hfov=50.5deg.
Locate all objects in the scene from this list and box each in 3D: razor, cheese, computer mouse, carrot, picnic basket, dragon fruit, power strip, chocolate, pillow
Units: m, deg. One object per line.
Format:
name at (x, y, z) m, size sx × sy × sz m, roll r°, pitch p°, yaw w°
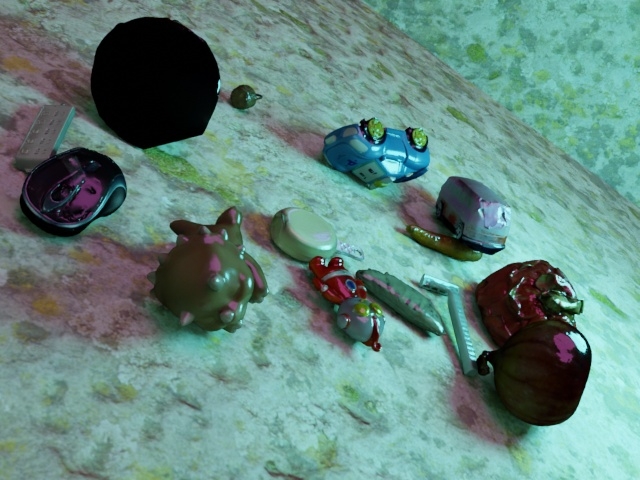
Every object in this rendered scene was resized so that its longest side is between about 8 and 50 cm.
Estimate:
razor at (0.315, 0.188, 1.559) m, size 0.111 × 0.056 × 0.277 m, roll 20°, pitch 35°, yaw -26°
cheese at (0.000, 0.000, 1.505) m, size 0.228 × 0.064 × 0.137 m, roll 18°, pitch 39°, yaw -23°
computer mouse at (-0.425, -0.097, 1.204) m, size 0.137 × 0.096 × 0.233 m, roll 32°, pitch 31°, yaw -6°
carrot at (0.329, 0.007, 1.815) m, size 0.248 × 0.059 × 0.059 m, roll 18°, pitch 36°, yaw -19°
picnic basket at (-0.197, -0.390, 1.829) m, size 0.072 × 0.072 × 0.083 m, roll 43°, pitch 33°, yaw 11°
dragon fruit at (0.495, 0.156, 1.630) m, size 0.152 × 0.205 × 0.316 m, roll 4°, pitch 43°, yaw -40°
power strip at (-0.524, -0.209, 1.308) m, size 0.060 × 0.027 × 0.252 m, roll 1°, pitch 39°, yaw -6°
chocolate at (-0.347, -0.356, 1.495) m, size 0.284 × 0.283 × 0.186 m, roll 29°, pitch 14°, yaw -10°
pillow at (0.186, 0.127, 1.523) m, size 0.241 × 0.051 × 0.093 m, roll 34°, pitch 37°, yaw 0°

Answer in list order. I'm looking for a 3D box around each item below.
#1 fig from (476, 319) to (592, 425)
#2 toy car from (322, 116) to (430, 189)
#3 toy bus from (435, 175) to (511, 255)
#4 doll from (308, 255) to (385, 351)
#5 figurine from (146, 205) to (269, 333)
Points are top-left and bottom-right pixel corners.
fig at (0.468, 0.272, 1.439) m, size 0.235 × 0.234 × 0.214 m, roll 1°, pitch 22°, yaw -43°
toy car at (0.150, -0.227, 1.855) m, size 0.314 × 0.198 × 0.165 m, roll 4°, pitch 75°, yaw -37°
toy bus at (0.418, -0.077, 1.858) m, size 0.128 × 0.147 × 0.302 m, roll 12°, pitch 17°, yaw -12°
doll at (0.061, 0.128, 1.387) m, size 0.142 × 0.076 × 0.245 m, roll 4°, pitch 39°, yaw -39°
figurine at (-0.204, 0.044, 1.151) m, size 0.173 × 0.177 × 0.247 m, roll 27°, pitch 39°, yaw -49°
